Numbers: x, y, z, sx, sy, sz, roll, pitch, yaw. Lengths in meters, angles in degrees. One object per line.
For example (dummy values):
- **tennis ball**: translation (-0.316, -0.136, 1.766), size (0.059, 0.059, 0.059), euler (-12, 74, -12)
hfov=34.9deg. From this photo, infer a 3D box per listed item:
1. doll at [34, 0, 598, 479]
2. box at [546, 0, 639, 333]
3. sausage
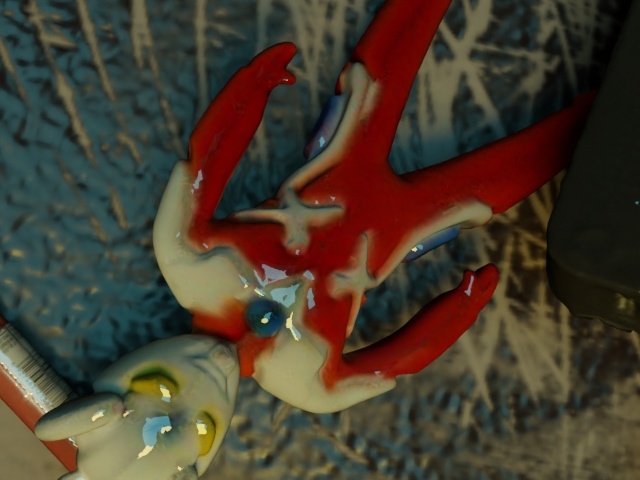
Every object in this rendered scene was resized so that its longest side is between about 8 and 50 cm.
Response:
- **doll**: translation (0.000, 0.000, 0.541), size (0.188, 0.099, 0.384), euler (45, 72, -6)
- **box**: translation (0.267, -0.094, 0.538), size (0.211, 0.058, 0.350), euler (16, 65, 19)
- **sausage**: translation (-0.154, 0.085, 0.551), size (0.034, 0.034, 0.253), euler (-41, 95, -10)
